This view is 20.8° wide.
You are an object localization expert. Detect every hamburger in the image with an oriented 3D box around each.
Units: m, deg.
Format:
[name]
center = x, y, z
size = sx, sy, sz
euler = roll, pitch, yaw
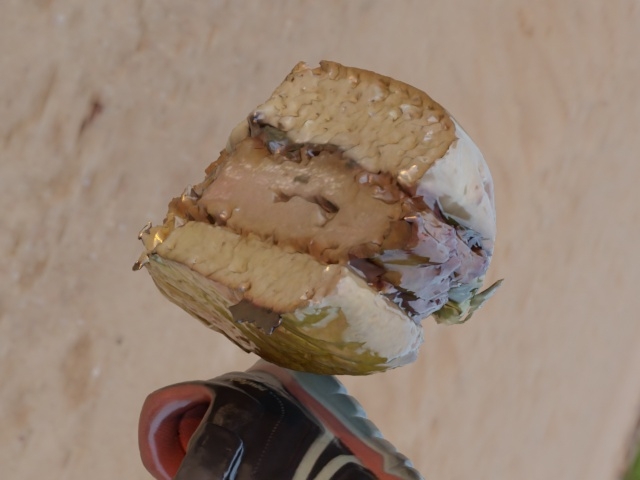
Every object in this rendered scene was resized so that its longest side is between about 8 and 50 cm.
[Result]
[hamburger]
center = 0.000, 0.000, 0.971
size = 0.155, 0.282, 0.245
euler = -55, 142, -10

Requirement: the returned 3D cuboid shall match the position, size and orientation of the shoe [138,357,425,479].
[shoe]
center = -0.025, 0.157, 0.982
size = 0.291, 0.137, 0.114
euler = -129, -137, -53
